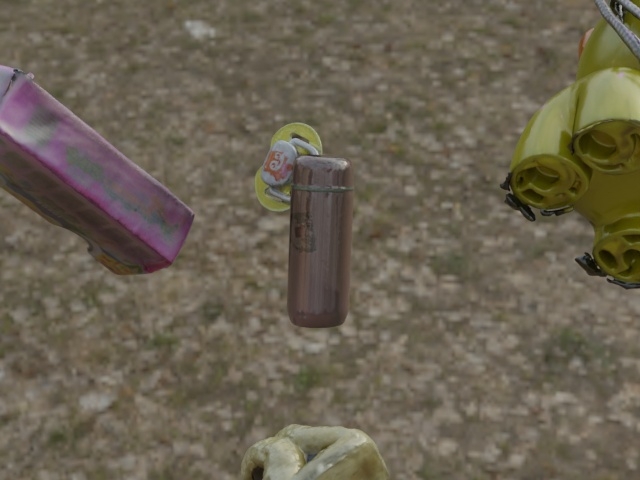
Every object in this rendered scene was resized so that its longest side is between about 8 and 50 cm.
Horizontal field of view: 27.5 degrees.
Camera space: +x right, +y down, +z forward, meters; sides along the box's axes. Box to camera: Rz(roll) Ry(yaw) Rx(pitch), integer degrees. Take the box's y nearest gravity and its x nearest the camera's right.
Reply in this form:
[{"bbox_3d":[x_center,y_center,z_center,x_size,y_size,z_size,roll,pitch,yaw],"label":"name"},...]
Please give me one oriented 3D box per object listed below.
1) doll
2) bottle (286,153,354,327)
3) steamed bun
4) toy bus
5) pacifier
[{"bbox_3d":[0.174,-0.083,0.675,0.143,0.135,0.221,-31,27,46],"label":"doll"},{"bbox_3d":[0.000,0.000,1.076,0.053,0.140,0.053,3,6,0],"label":"bottle"},{"bbox_3d":[-0.024,0.298,1.650,0.172,0.141,0.155,-34,39,-27],"label":"steamed bun"},{"bbox_3d":[-0.248,-0.068,1.273,0.112,0.274,0.090,0,60,44],"label":"toy bus"},{"bbox_3d":[-0.019,-0.061,1.170,0.068,0.083,0.064,27,6,32],"label":"pacifier"}]
